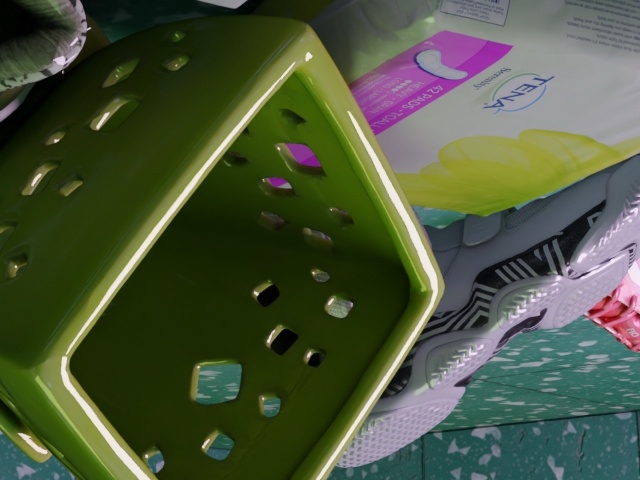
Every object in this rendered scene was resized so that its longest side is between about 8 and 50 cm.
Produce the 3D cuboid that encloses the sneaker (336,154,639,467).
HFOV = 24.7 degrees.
[{"bbox_3d":[0.101,0.007,1.224,0.366,0.210,0.137,-40,156,9],"label":"sneaker"}]

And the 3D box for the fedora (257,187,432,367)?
[{"bbox_3d":[0.000,0.000,1.092,0.124,0.244,0.275,-26,162,-16],"label":"fedora"}]

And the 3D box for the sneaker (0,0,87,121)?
[{"bbox_3d":[-0.277,-0.119,0.591,0.410,0.158,0.182,-1,-173,-32],"label":"sneaker"}]

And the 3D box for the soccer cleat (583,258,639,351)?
[{"bbox_3d":[0.305,0.055,1.433,0.318,0.116,0.108,11,162,-39],"label":"soccer cleat"}]

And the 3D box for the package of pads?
[{"bbox_3d":[0.085,-0.098,0.856,0.229,0.101,0.296,7,164,-26],"label":"package of pads"}]

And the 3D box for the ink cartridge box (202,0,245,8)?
[{"bbox_3d":[-0.086,-0.176,0.565,0.212,0.093,0.154,7,163,-33],"label":"ink cartridge box"}]

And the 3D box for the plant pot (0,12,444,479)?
[{"bbox_3d":[-0.098,0.018,0.794,0.207,0.228,0.227,18,151,39],"label":"plant pot"}]
